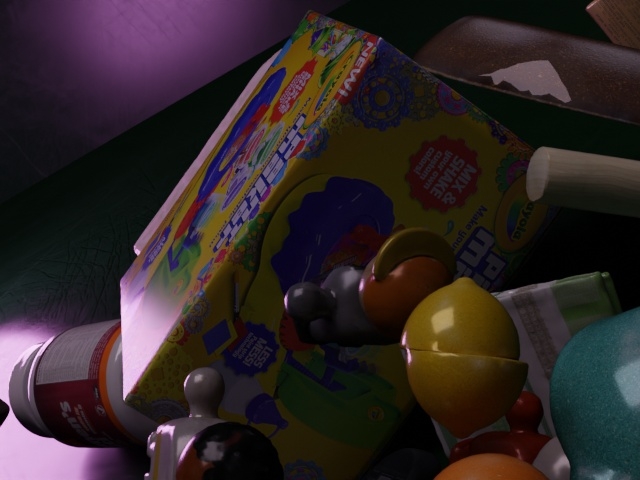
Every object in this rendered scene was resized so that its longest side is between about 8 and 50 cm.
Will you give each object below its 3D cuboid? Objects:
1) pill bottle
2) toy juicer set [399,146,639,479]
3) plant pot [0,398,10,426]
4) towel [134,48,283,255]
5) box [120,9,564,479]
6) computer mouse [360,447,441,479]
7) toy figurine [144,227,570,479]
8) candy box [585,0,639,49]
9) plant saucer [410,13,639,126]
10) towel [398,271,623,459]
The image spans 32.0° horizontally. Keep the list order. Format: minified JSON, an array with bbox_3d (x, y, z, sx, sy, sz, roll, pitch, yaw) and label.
[{"bbox_3d":[-0.203,0.138,1.068,0.221,0.121,0.121,-13,27,47],"label":"pill bottle"},{"bbox_3d":[0.140,0.068,0.520,0.089,0.209,0.329,109,-175,-46],"label":"toy juicer set"},{"bbox_3d":[-0.503,0.185,1.033,0.323,0.280,0.323,-47,2,2],"label":"plant pot"},{"bbox_3d":[-0.044,-0.066,1.207,0.317,0.053,0.332,-55,33,-4],"label":"towel"},{"bbox_3d":[0.000,0.000,0.853,0.290,0.177,0.279,-55,17,6],"label":"box"},{"bbox_3d":[-0.006,0.222,0.672,0.242,0.041,0.071,-45,12,-15],"label":"computer mouse"},{"bbox_3d":[0.030,0.123,0.569,0.213,0.209,0.148,-40,6,-22],"label":"toy figurine"},{"bbox_3d":[0.421,-0.309,1.090,0.183,0.087,0.316,-40,1,-24],"label":"candy box"},{"bbox_3d":[0.221,-0.117,0.816,0.311,0.050,0.310,13,13,-3],"label":"plant saucer"},{"bbox_3d":[0.126,0.081,0.685,0.152,0.113,0.023,-16,13,38],"label":"towel"}]
